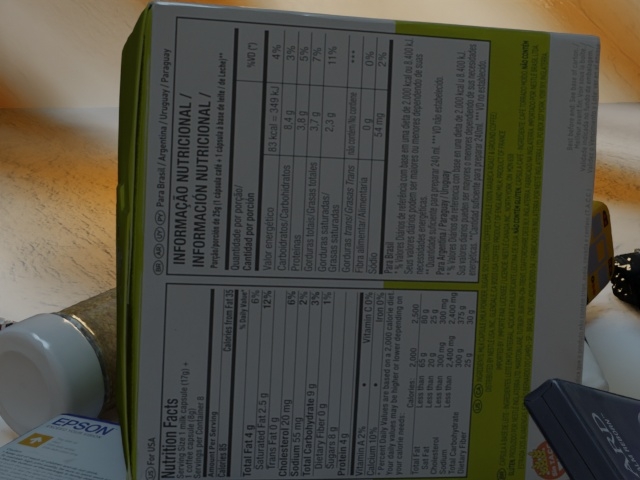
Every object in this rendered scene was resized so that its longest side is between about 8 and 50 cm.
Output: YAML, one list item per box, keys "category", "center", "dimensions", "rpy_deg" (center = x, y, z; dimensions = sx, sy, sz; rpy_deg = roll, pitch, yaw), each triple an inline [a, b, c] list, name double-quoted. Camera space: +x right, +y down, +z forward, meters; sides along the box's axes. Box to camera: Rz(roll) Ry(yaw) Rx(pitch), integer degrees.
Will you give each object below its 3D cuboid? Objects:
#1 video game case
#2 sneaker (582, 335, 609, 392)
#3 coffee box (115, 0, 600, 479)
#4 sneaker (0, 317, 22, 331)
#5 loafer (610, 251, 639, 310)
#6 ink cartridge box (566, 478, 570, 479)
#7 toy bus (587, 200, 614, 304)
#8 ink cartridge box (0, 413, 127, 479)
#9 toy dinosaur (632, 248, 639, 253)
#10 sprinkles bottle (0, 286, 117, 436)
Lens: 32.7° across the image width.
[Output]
- category: "video game case"
  center: [0.223, 0.170, 0.575]
  dimensions: [0.274, 0.026, 0.196]
  rpy_deg: [18, 35, -51]
- category: "sneaker"
  center: [0.227, 0.068, 1.109]
  dimensions: [0.094, 0.153, 0.235]
  rpy_deg: [-5, 16, 2]
- category: "coffee box"
  center: [0.000, 0.000, 0.910]
  dimensions: [0.335, 0.338, 0.337]
  rpy_deg: [1, 4, -13]
- category: "sneaker"
  center: [-0.353, 0.121, 1.223]
  dimensions: [0.170, 0.063, 0.075]
  rpy_deg: [2, 16, 35]
- category: "loafer"
  center: [0.398, 0.055, 1.254]
  dimensions: [0.078, 0.076, 0.223]
  rpy_deg: [-13, 13, 0]
- category: "ink cartridge box"
  center: [0.048, 0.236, 0.502]
  dimensions: [0.311, 0.185, 0.065]
  rpy_deg: [-13, 14, -32]
- category: "toy bus"
  center: [0.178, 0.010, 1.346]
  dimensions: [0.333, 0.108, 0.130]
  rpy_deg: [4, 26, 37]
- category: "ink cartridge box"
  center: [-0.177, 0.234, 0.777]
  dimensions: [0.324, 0.071, 0.330]
  rpy_deg: [5, 15, 30]
- category: "toy dinosaur"
  center: [0.508, 0.028, 1.389]
  dimensions: [0.212, 0.064, 0.112]
  rpy_deg: [-2, 31, 40]
- category: "sprinkles bottle"
  center: [-0.181, 0.095, 1.166]
  dimensions: [0.121, 0.121, 0.355]
  rpy_deg: [7, 19, 34]
